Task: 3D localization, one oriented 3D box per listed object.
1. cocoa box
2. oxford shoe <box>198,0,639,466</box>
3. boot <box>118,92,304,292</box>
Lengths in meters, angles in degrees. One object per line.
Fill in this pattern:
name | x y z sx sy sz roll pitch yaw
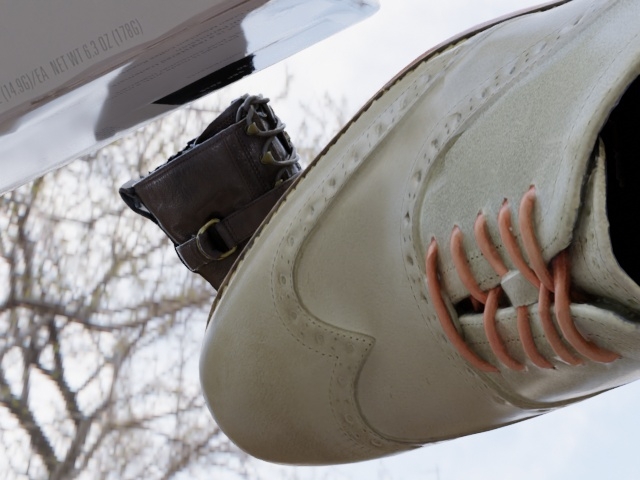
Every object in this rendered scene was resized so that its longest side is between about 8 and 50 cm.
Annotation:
cocoa box | -0.181 -0.170 0.808 0.347 0.231 0.228 -24 -91 13
oxford shoe | 0.078 -0.012 0.458 0.397 0.146 0.140 -36 -89 35
boot | 0.000 0.000 0.967 0.263 0.091 0.229 -23 -80 28
